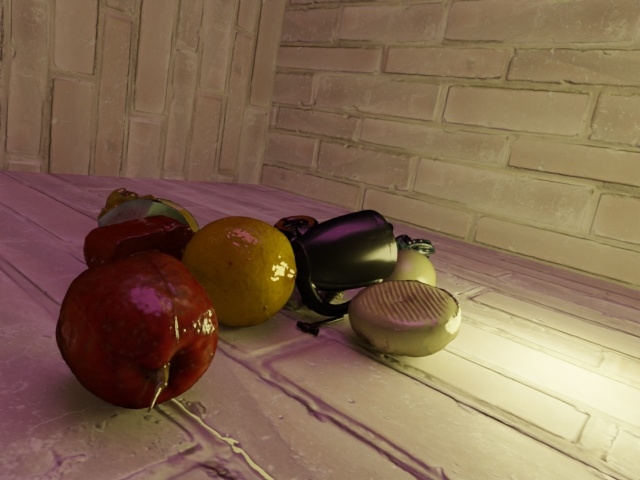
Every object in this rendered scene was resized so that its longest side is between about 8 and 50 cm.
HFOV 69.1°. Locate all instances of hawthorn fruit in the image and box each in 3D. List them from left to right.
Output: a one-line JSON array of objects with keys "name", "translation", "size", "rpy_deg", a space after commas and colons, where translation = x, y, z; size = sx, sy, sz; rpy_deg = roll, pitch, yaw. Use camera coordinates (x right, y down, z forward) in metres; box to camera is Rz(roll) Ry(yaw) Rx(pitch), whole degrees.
[{"name": "hawthorn fruit", "translation": [-0.293, 0.144, 0.772], "size": [0.261, 0.258, 0.258], "rpy_deg": [9, 10, 26]}]

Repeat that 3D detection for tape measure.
[{"name": "tape measure", "translation": [-0.093, -0.020, 1.917], "size": [0.202, 0.135, 0.223], "rpy_deg": [-18, 29, -21]}]

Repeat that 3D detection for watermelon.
[{"name": "watermelon", "translation": [-0.515, -0.003, 1.395], "size": [0.319, 0.289, 0.214], "rpy_deg": [26, 46, -15]}, {"name": "watermelon", "translation": [-0.607, -0.081, 1.797], "size": [0.301, 0.123, 0.129], "rpy_deg": [18, 36, -23]}]

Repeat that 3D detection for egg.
[{"name": "egg", "translation": [0.269, 0.123, 1.464], "size": [0.185, 0.186, 0.241], "rpy_deg": [12, 14, 10]}]

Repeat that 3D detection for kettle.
[{"name": "kettle", "translation": [0.049, 0.068, 1.285], "size": [0.290, 0.269, 0.207], "rpy_deg": [-13, -9, -30]}]

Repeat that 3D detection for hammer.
[{"name": "hammer", "translation": [0.014, 0.218, 1.224], "size": [0.065, 0.021, 0.178], "rpy_deg": [19, 12, 36]}]

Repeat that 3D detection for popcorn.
[{"name": "popcorn", "translation": [-0.663, -0.079, 1.638], "size": [0.203, 0.200, 0.226], "rpy_deg": [29, 63, 28]}]

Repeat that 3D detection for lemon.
[{"name": "lemon", "translation": [-0.195, 0.074, 1.129], "size": [0.292, 0.293, 0.293], "rpy_deg": [10, 12, -2]}]

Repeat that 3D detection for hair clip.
[{"name": "hair clip", "translation": [0.309, 0.046, 1.893], "size": [0.310, 0.195, 0.206], "rpy_deg": [1, 22, -43]}]

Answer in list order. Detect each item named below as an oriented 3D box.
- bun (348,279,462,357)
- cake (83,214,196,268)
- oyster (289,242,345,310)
[{"name": "bun", "translation": [0.206, 0.203, 1.153], "size": [0.287, 0.146, 0.287], "rpy_deg": [-4, 16, 1]}, {"name": "cake", "translation": [-0.476, 0.039, 1.254], "size": [0.150, 0.177, 0.283], "rpy_deg": [17, 25, 36]}, {"name": "oyster", "translation": [-0.029, 0.105, 1.429], "size": [0.237, 0.115, 0.351], "rpy_deg": [25, 27, 1]}]
